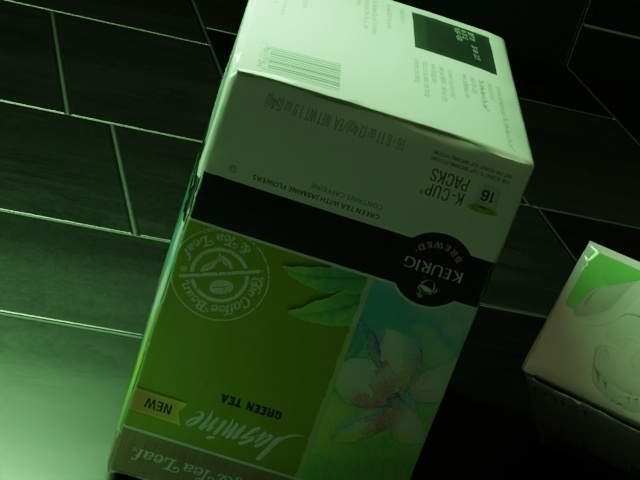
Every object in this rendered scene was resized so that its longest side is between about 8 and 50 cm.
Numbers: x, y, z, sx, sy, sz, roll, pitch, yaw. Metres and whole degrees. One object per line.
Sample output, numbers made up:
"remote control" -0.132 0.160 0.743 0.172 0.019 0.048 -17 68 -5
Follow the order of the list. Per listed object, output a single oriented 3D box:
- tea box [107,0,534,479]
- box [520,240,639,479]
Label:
"tea box" 0.000 0.000 1.340 0.220 0.323 0.329 17 21 -4
"box" 0.303 0.140 1.370 0.262 0.126 0.231 25 -15 20
